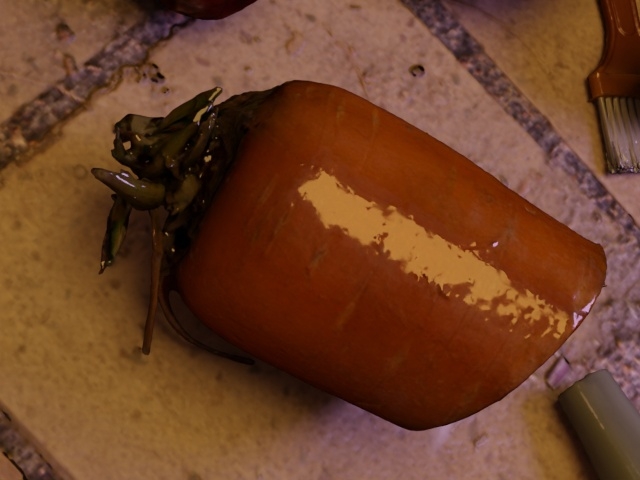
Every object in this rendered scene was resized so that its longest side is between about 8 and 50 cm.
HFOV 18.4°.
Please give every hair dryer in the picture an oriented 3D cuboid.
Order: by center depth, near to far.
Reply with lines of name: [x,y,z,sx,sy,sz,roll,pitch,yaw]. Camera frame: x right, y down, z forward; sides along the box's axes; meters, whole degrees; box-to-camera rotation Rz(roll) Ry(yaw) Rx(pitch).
hair dryer: [0.292,0.167,1.494,0.229,0.092,0.267,46,46,6]

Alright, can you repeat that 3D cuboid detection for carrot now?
carrot: [0.000,0.000,1.355,0.331,0.214,0.193,31,43,-12]

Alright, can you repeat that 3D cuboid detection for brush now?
brush: [0.245,-0.200,1.640,0.090,0.017,0.314,0,69,-26]

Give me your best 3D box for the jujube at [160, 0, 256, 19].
jujube: [-0.101,-0.279,1.447,0.155,0.155,0.230,-22,83,-29]
